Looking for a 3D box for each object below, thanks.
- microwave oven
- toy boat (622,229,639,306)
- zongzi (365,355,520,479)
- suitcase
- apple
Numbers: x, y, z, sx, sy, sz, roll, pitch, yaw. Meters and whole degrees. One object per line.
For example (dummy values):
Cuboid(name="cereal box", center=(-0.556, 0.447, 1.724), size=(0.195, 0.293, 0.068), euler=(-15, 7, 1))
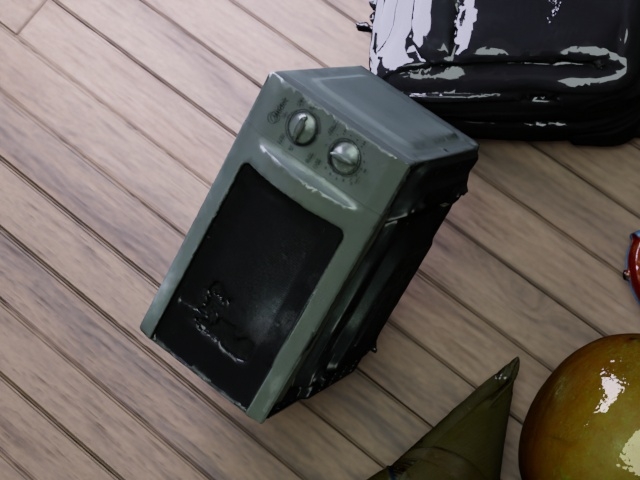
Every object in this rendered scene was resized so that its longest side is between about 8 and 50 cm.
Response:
Cuboid(name="microwave oven", center=(0.000, 0.000, 1.300), size=(0.181, 0.237, 0.295), euler=(35, 111, 17))
Cuboid(name="toy boat", center=(0.360, 0.059, 1.356), size=(0.069, 0.059, 0.173), euler=(-27, 66, 2))
Cuboid(name="zongzi", center=(0.155, 0.277, 1.265), size=(0.289, 0.123, 0.260), euler=(-39, 42, -5))
Cuboid(name="suitcase", center=(0.211, -0.283, 1.421), size=(0.339, 0.188, 0.345), euler=(4, 77, 17))
Cuboid(name="apple", center=(0.292, 0.201, 1.238), size=(0.237, 0.237, 0.207), euler=(36, 80, 17))
